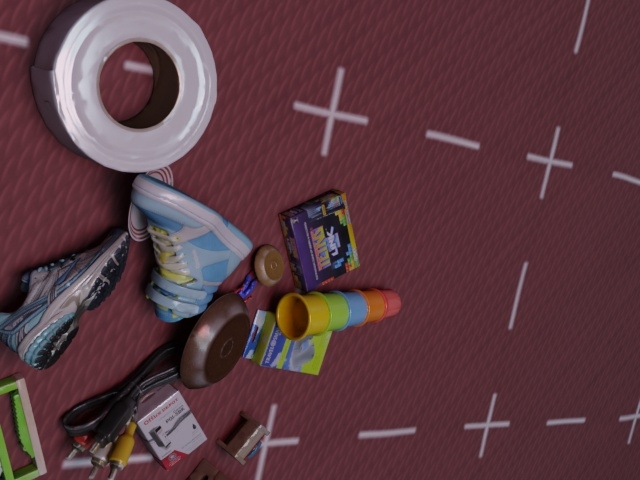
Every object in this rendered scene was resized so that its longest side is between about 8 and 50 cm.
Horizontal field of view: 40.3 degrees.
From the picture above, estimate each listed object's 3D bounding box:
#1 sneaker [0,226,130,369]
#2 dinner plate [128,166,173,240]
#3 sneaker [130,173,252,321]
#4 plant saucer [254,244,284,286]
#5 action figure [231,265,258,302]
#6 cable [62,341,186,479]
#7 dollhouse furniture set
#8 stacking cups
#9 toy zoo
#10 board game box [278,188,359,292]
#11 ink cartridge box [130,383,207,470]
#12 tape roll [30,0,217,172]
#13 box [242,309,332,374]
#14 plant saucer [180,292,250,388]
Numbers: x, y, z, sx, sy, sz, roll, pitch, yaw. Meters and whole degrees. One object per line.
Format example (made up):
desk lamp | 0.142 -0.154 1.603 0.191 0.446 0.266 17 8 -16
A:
sneaker | -0.419 0.067 1.424 0.283 0.122 0.110 -56 173 -34
dinner plate | -0.296 -0.067 1.499 0.141 0.017 0.141 18 90 -75
sneaker | -0.251 0.029 1.491 0.208 0.127 0.319 -58 147 -6
plant saucer | -0.096 0.049 1.706 0.083 0.015 0.083 8 80 -51
action figure | -0.150 0.101 1.692 0.115 0.030 0.038 -49 132 -13
cable | -0.348 0.292 1.570 0.287 0.139 0.072 -53 156 -37
dollhouse furniture set | -0.146 0.467 1.735 0.183 0.129 0.129 -50 127 -15
stacking cups | 0.051 0.150 1.797 0.316 0.096 0.096 1 103 -48
toy zoo | -0.607 0.354 1.412 0.293 0.030 0.192 -19 114 -33
board game box | 0.000 0.000 1.764 0.141 0.048 0.170 -28 118 -30
ink cartridge box | -0.289 0.347 1.638 0.099 0.056 0.135 -38 123 -22
tape roll | -0.314 -0.256 1.415 0.286 0.100 0.286 -12 111 -35
box | -0.064 0.208 1.779 0.178 0.042 0.109 16 93 -40
plant saucer | -0.186 0.195 1.629 0.198 0.036 0.198 -49 153 -35
